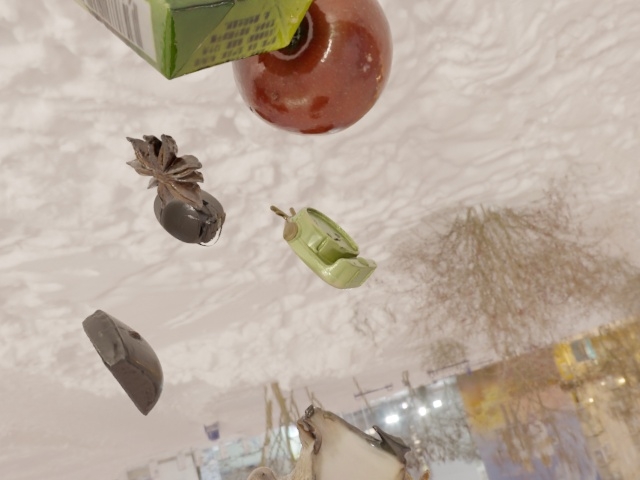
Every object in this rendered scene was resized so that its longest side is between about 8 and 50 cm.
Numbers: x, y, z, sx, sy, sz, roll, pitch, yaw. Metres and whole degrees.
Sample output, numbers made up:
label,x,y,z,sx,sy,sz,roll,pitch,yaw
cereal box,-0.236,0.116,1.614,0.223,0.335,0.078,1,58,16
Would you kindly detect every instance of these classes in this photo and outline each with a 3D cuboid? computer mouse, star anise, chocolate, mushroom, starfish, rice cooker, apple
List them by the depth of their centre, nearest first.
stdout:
label,x,y,z,sx,sy,sz,roll,pitch,yaw
chocolate,-0.204,-0.390,0.874,0.289,0.301,0.137,-32,156,-39
mushroom,-0.049,0.521,1.076,0.313,0.224,0.397,-54,178,-44
star anise,-0.293,-0.139,1.137,0.182,0.195,0.065,-17,-154,45
apple,-0.024,-0.381,1.170,0.348,0.348,0.277,-23,176,20
computer mouse,-0.418,0.269,1.294,0.100,0.170,0.269,-35,142,-22
rice cooker,-0.348,-0.071,1.562,0.118,0.203,0.142,-45,161,-56
starfish,0.347,0.882,2.071,0.050,0.138,0.247,12,158,-28

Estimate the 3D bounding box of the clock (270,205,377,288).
label,x,y,z,sx,sy,sz,roll,pitch,yaw
clock,0.000,0.000,1.567,0.096,0.308,0.235,-51,161,15
